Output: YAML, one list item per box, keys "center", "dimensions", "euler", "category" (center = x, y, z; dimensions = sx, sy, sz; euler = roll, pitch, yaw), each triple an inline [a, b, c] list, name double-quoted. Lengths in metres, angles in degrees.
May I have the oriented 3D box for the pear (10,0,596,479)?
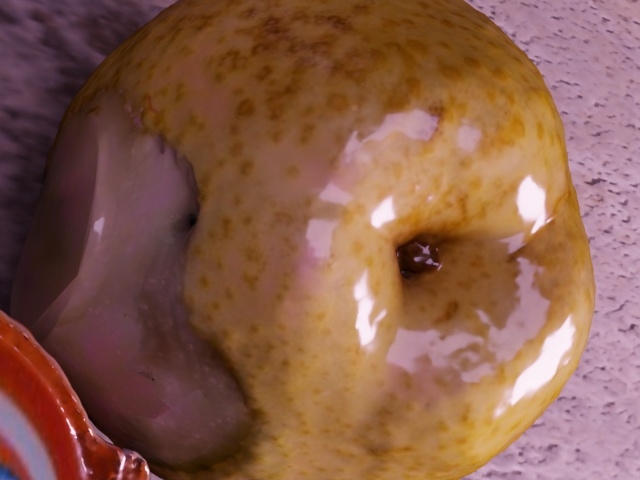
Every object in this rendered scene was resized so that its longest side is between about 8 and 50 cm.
- center: [0.000, 0.000, 0.528]
  dimensions: [0.271, 0.271, 0.271]
  euler: [5, 80, -30]
  category: "pear"

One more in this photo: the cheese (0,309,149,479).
- center: [-0.232, 0.092, 0.432]
  dimensions: [0.329, 0.129, 0.217]
  euler: [12, 109, -15]
  category: "cheese"
